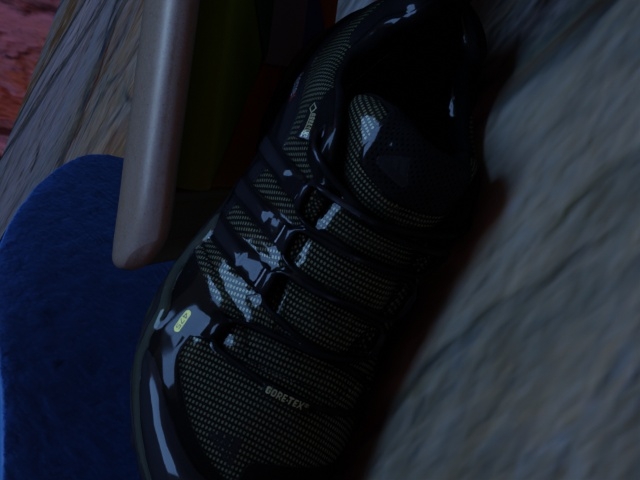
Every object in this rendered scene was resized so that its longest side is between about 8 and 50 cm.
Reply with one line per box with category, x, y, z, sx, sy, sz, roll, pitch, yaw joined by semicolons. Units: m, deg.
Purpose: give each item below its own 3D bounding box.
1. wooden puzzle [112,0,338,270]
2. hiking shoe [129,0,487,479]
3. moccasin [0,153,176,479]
wooden puzzle;-0.026;-0.102;0.783;0.238;0.044;0.221;-19;-63;-79
hiking shoe;0.000;0.000;0.655;0.114;0.086;0.227;136;155;-62
moccasin;-0.118;0.097;0.828;0.342;0.137;0.117;-83;18;-50
